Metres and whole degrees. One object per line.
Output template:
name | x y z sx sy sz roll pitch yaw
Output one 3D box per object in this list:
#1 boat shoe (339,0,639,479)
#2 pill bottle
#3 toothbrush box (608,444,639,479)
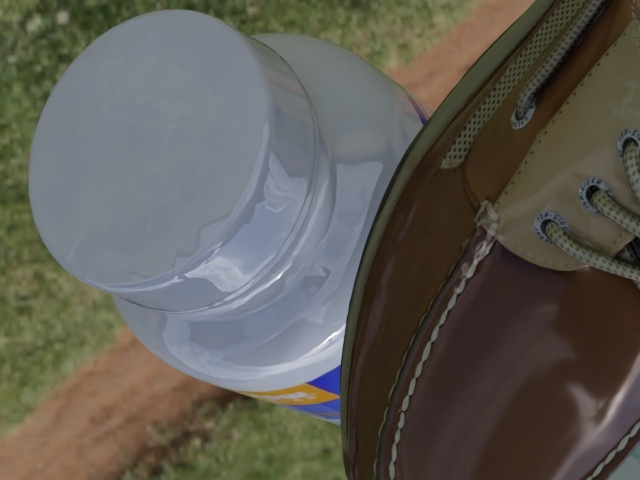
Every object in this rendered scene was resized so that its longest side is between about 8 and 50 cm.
boat shoe | 0.109 -0.033 0.521 0.122 0.120 0.324 26 99 -11
pill bottle | 0.000 0.000 0.714 0.152 0.152 0.272 -30 153 21
toothbrush box | 0.213 0.175 1.056 0.216 0.295 0.126 6 119 -33
